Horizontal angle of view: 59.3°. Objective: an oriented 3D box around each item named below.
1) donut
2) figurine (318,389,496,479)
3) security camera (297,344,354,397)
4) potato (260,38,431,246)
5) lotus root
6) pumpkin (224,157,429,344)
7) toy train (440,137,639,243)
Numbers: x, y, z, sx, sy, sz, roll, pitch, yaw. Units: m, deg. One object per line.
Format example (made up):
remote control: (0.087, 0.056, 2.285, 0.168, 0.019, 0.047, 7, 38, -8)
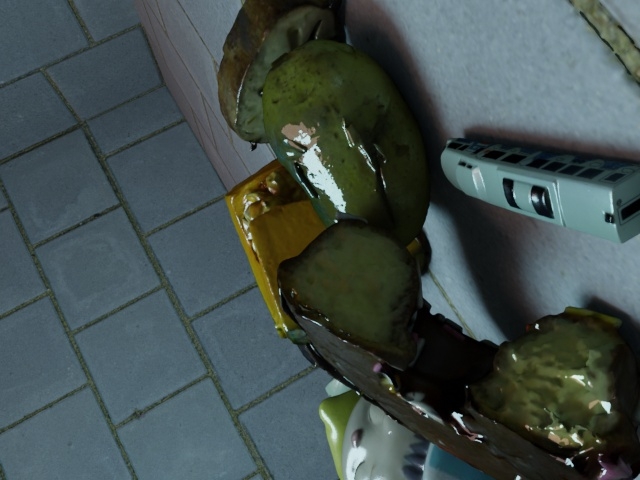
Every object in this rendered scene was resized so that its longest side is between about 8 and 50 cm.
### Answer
donut: (0.133, 0.124, 0.556, 0.345, 0.136, 0.259, 25, 158, 30)
figurine: (0.197, 0.356, 0.725, 0.361, 0.266, 0.377, 58, 170, -15)
security camera: (0.058, 0.244, 1.240, 0.277, 0.191, 0.197, 58, 170, 20)
potato: (0.032, -0.094, 0.615, 0.248, 0.143, 0.169, 64, 165, -19)
lotus root: (-0.045, -0.194, 0.700, 0.074, 0.170, 0.261, 52, 160, 25)
pumpkin: (0.000, 0.000, 0.849, 0.303, 0.225, 0.256, -128, 17, -63)
toy train: (0.155, -0.048, 0.437, 0.207, 0.047, 0.043, 36, 152, 63)
